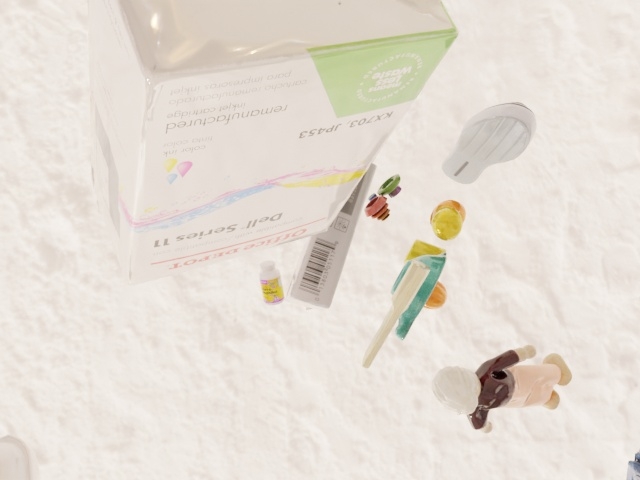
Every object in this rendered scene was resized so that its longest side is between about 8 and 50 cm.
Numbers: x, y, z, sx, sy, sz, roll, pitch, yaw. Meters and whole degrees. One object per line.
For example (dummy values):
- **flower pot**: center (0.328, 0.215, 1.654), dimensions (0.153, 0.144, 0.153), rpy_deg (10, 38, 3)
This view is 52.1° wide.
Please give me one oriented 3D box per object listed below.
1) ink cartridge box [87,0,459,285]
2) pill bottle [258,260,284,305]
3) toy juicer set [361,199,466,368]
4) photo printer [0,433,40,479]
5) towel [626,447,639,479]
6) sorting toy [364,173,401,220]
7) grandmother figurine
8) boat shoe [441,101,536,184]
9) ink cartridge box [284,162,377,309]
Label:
- **ink cartridge box**: center (-0.069, -0.077, 0.529), dimensions (0.119, 0.207, 0.353), rpy_deg (66, 155, 18)
- **pill bottle**: center (-0.098, 0.084, 1.294), dimensions (0.043, 0.043, 0.083), rpy_deg (-5, 110, 15)
- **toy juicer set**: center (0.181, 0.055, 1.071), dimensions (0.089, 0.329, 0.209), rpy_deg (29, 128, 5)
- **photo printer**: center (-0.507, 0.490, 1.068), dimensions (0.107, 0.307, 0.256), rpy_deg (-5, 141, -24)
- **towel**: center (0.262, 0.199, 0.488), dimensions (0.067, 0.029, 0.119), rpy_deg (18, 140, 35)
- **sorting toy**: center (0.116, -0.069, 1.160), dimensions (0.042, 0.102, 0.061), rpy_deg (46, 153, -14)
- **grandmother figurine**: center (0.354, 0.294, 1.305), dimensions (0.104, 0.342, 0.208), rpy_deg (25, 103, 52)
- **boat shoe**: center (0.309, -0.196, 1.217), dimensions (0.109, 0.302, 0.094), rpy_deg (30, 74, -5)
- **ink cartridge box**: center (0.000, 0.000, 0.884), dimensions (0.066, 0.232, 0.189), rpy_deg (20, 81, -10)
